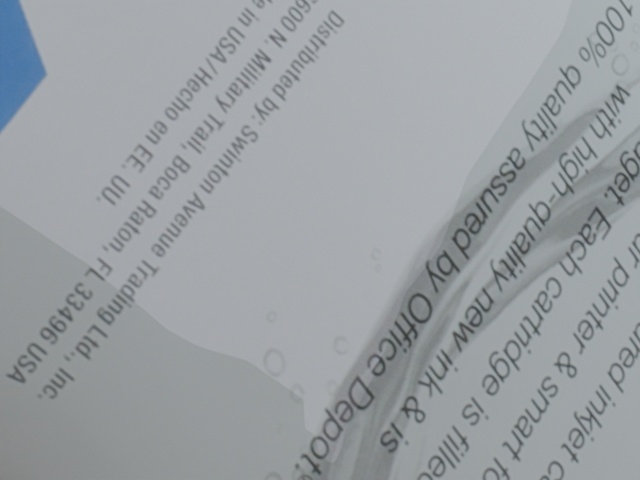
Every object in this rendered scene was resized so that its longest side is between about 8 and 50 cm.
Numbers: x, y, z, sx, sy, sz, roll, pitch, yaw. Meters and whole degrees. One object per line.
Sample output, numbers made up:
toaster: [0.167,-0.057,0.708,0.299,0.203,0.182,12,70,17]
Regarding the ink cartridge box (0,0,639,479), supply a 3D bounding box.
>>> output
ink cartridge box: [0.000,0.000,0.449,0.307,0.129,0.223,41,69,-15]
